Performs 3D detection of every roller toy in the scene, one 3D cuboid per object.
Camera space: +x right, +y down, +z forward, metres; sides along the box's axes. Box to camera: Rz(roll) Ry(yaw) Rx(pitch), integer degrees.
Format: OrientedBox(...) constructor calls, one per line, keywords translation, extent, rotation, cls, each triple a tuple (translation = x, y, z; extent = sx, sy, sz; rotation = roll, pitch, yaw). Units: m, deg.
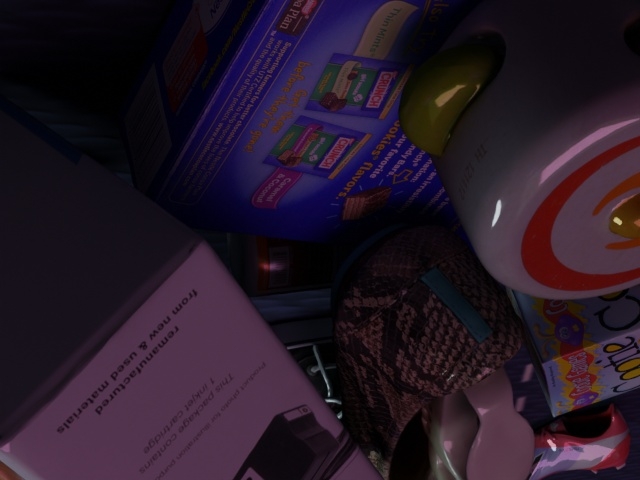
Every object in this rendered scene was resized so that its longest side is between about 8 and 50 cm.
OrientedBox(translation=(0.171, -0.062, 0.690), extent=(0.209, 0.146, 0.191), rotation=(-26, 143, 8), cls="roller toy")

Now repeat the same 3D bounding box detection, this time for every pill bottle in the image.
OrientedBox(translation=(0.000, 0.000, 0.978), extent=(0.152, 0.086, 0.086), rotation=(-6, 145, -15), cls="pill bottle")

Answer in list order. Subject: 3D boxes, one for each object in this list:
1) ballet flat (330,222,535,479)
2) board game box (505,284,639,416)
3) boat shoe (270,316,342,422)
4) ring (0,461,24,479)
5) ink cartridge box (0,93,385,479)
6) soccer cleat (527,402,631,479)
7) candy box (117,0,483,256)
OrientedBox(translation=(0.097, 0.168, 0.966), extent=(0.164, 0.182, 0.483), rotation=(-36, 155, -18), cls="ballet flat")
OrientedBox(translation=(0.338, 0.050, 1.143), extent=(0.275, 0.142, 0.144), rotation=(-20, 146, 5), cls="board game box")
OrientedBox(translation=(0.006, 0.152, 1.184), extent=(0.306, 0.105, 0.113), rotation=(-7, 146, -14), cls="boat shoe")
OrientedBox(translation=(-0.324, 0.128, 0.893), extent=(0.032, 0.336, 0.337), rotation=(-57, 152, -19), cls="ring")
OrientedBox(translation=(-0.129, 0.113, 0.815), extent=(0.166, 0.285, 0.395), rotation=(-46, 137, -13), cls="ink cartridge box")
OrientedBox(translation=(0.305, 0.290, 1.557), extent=(0.248, 0.083, 0.095), rotation=(-14, 118, 6), cls="soccer cleat")
OrientedBox(translation=(0.056, -0.116, 0.801), extent=(0.317, 0.122, 0.268), rotation=(8, 138, -31), cls="candy box")
